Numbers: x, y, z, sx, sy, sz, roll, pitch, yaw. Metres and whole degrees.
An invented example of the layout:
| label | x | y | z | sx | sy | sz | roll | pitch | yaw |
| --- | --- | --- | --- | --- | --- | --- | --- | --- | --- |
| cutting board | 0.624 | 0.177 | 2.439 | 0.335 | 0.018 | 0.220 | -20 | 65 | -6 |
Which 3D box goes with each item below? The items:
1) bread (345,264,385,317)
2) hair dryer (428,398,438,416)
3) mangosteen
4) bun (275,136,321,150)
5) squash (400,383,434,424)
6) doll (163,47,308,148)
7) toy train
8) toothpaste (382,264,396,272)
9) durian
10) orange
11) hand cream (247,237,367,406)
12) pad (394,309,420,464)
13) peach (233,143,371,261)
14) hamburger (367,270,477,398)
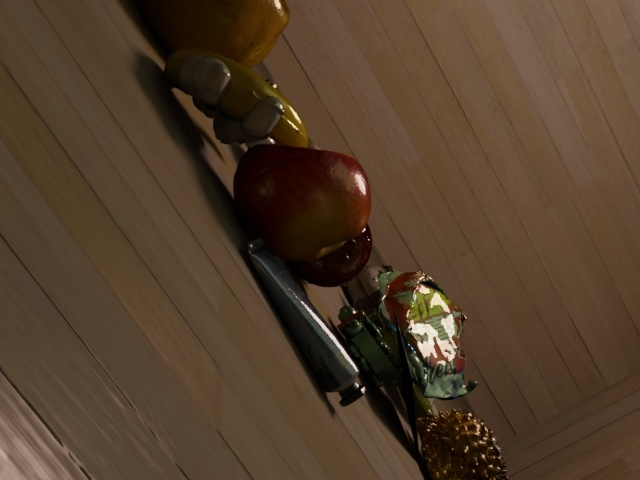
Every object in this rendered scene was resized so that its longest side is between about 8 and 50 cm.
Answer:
| label | x | y | z | sx | sy | sz | roll | pitch | yaw |
| --- | --- | --- | --- | --- | --- | --- | --- | --- | --- |
| bread | 0.150 | 0.162 | 2.238 | 0.337 | 0.102 | 0.183 | 53 | 7 | -40 |
| hair dryer | 0.255 | 0.417 | 2.234 | 0.167 | 0.067 | 0.199 | -12 | 87 | -74 |
| mangosteen | -0.005 | -0.001 | 1.615 | 0.146 | 0.155 | 0.181 | 18 | 5 | -43 |
| bun | -0.049 | -0.108 | 1.765 | 0.210 | 0.116 | 0.237 | 55 | -16 | -8 |
| squash | 0.209 | 0.345 | 2.093 | 0.052 | 0.052 | 0.183 | 56 | 9 | -39 |
| doll | -0.121 | -0.194 | 1.419 | 0.237 | 0.111 | 0.252 | 30 | -7 | -26 |
| toy train | 0.083 | 0.185 | 1.720 | 0.176 | 0.074 | 0.118 | 54 | 1 | -36 |
| toothpaste | 0.226 | 0.163 | 2.172 | 0.268 | 0.047 | 0.069 | 52 | 24 | -5 |
| durian | 0.281 | 0.434 | 1.809 | 0.183 | 0.138 | 0.249 | 16 | 53 | -81 |
| orange | -0.173 | -0.409 | 1.597 | 0.279 | 0.235 | 0.279 | -23 | 90 | -79 |
| hand cream | -0.021 | 0.105 | 1.304 | 0.256 | 0.055 | 0.088 | 58 | 14 | 1 |
| pad | 0.158 | 0.270 | 1.756 | 0.170 | 0.006 | 0.245 | -99 | 180 | -50 |
| peach | -0.026 | -0.068 | 1.401 | 0.192 | 0.190 | 0.190 | 62 | 6 | -1 |
| hamburger | 0.194 | 0.214 | 2.021 | 0.261 | 0.150 | 0.276 | 25 | 52 | -39 |
